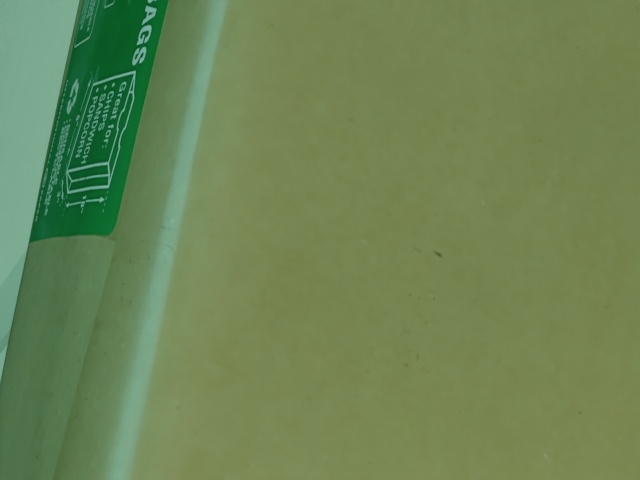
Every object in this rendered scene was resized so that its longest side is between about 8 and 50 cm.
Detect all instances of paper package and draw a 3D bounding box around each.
[{"bbox_3d":[0.063,0.027,0.540,0.168,0.309,0.325,-5,71,64],"label":"paper package"}]
